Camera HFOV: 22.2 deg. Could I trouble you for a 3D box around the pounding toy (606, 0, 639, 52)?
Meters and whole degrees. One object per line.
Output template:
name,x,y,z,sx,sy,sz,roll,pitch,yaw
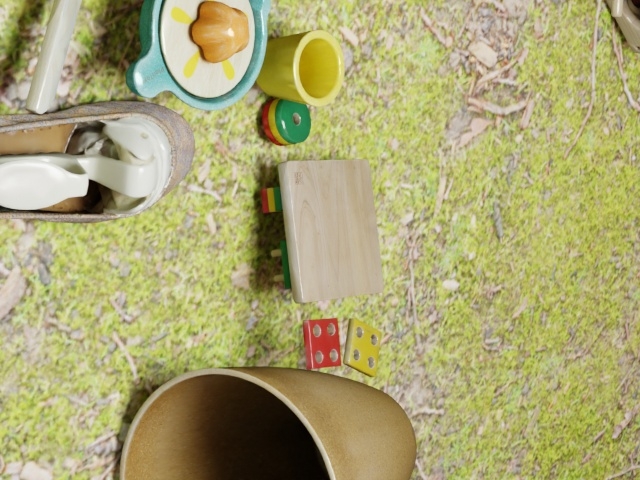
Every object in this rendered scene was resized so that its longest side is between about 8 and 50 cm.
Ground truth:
pounding toy,0.355,-0.307,1.820,0.181,0.094,0.206,-46,122,-18

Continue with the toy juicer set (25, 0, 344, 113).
toy juicer set,-0.099,-0.213,1.368,0.329,0.089,0.209,-8,100,-47

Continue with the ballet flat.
ballet flat,-0.202,-0.054,1.328,0.316,0.106,0.107,-10,109,-43

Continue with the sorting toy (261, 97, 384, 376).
sorting toy,0.000,0.000,1.568,0.132,0.046,0.274,-6,88,-52

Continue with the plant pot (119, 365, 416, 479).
plant pot,-0.017,0.218,1.545,0.254,0.237,0.237,-10,112,-57
